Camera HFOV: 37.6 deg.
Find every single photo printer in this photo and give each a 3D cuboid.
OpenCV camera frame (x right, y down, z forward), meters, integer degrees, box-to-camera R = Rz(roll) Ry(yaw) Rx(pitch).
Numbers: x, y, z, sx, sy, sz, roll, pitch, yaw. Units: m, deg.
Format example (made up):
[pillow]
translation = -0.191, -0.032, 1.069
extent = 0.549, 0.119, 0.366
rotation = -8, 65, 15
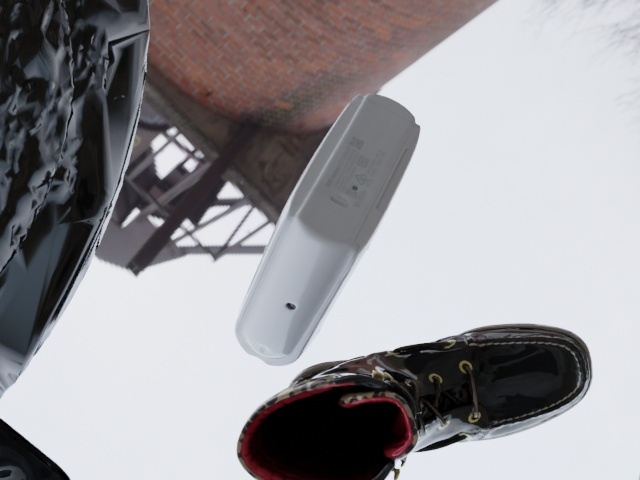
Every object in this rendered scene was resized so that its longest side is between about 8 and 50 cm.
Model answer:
[photo printer]
translation = 0.000, 0.000, 1.166
extent = 0.107, 0.307, 0.256
rotation = 28, -129, 1

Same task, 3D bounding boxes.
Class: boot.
[boot]
translation = 0.107, 0.181, 1.029
extent = 0.284, 0.378, 0.138
rotation = -1, -97, -75

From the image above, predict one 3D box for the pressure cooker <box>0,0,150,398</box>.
[pressure cooker]
translation = -0.335, -0.107, 0.429
extent = 0.421, 0.375, 0.370
rotation = 18, -162, 15

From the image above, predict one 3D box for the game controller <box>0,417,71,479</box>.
[game controller]
translation = -0.389, 0.245, 0.906
extent = 0.166, 0.319, 0.067
rotation = 54, -151, -19

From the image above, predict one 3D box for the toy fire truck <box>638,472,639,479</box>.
[toy fire truck]
translation = 0.275, 0.190, 0.386
extent = 0.169, 0.302, 0.253
rotation = -46, -37, -44
